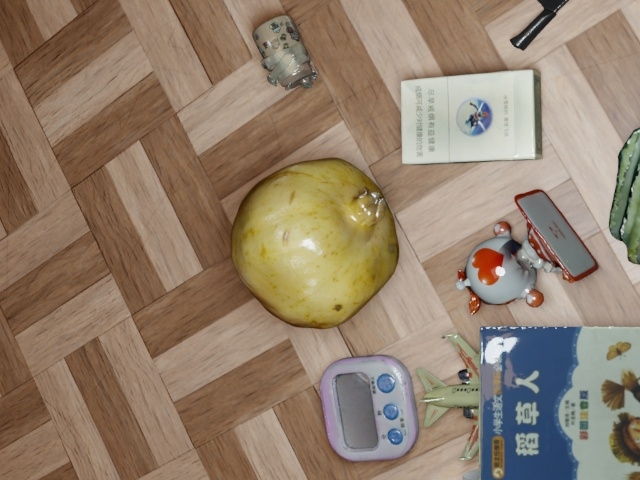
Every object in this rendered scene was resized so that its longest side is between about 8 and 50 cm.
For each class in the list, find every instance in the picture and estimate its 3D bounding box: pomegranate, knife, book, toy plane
[{"bbox_3d":[0.000,0.000,1.772,0.343,0.342,0.342,1,93,24],"label":"pomegranate"},{"bbox_3d":[0.431,-0.447,1.727,0.230,0.028,0.060,-45,63,18],"label":"knife"},{"bbox_3d":[0.493,0.297,1.657,0.428,0.039,0.299,-1,92,6],"label":"book"},{"bbox_3d":[0.302,0.292,1.774,0.256,0.104,0.241,-7,87,24],"label":"toy plane"}]

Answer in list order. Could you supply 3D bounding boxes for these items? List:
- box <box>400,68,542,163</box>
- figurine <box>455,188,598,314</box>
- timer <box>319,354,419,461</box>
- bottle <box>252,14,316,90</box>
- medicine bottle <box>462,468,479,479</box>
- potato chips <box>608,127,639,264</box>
[{"bbox_3d":[0.283,-0.229,1.776,0.257,0.069,0.164,0,92,25],"label":"box"},{"bbox_3d":[0.349,0.049,1.729,0.226,0.160,0.183,-41,76,30],"label":"figurine"},{"bbox_3d":[0.098,0.333,1.886,0.191,0.069,0.208,-9,90,24],"label":"timer"},{"bbox_3d":[-0.071,-0.371,1.916,0.099,0.099,0.152,-26,85,23],"label":"bottle"},{"bbox_3d":[0.323,0.532,1.776,0.103,0.103,0.186,-7,89,24],"label":"medicine bottle"},{"bbox_3d":[0.660,-0.087,1.549,0.359,0.070,0.429,27,119,29],"label":"potato chips"}]
